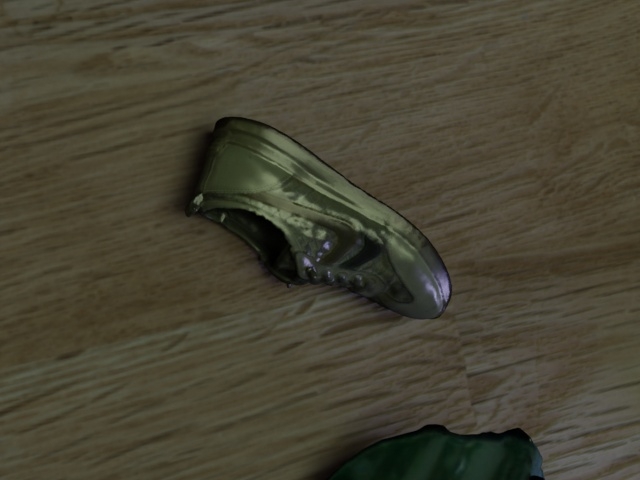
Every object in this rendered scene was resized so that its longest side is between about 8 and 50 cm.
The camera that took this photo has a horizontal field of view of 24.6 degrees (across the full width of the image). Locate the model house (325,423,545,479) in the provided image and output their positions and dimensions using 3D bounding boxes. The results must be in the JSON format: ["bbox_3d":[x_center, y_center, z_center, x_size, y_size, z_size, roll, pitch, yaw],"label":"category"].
[{"bbox_3d":[0.126,0.382,1.319,0.329,0.252,0.295,58,39,-37],"label":"model house"}]

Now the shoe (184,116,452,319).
[{"bbox_3d":[0.000,0.000,1.325,0.275,0.103,0.098,34,73,-15],"label":"shoe"}]
